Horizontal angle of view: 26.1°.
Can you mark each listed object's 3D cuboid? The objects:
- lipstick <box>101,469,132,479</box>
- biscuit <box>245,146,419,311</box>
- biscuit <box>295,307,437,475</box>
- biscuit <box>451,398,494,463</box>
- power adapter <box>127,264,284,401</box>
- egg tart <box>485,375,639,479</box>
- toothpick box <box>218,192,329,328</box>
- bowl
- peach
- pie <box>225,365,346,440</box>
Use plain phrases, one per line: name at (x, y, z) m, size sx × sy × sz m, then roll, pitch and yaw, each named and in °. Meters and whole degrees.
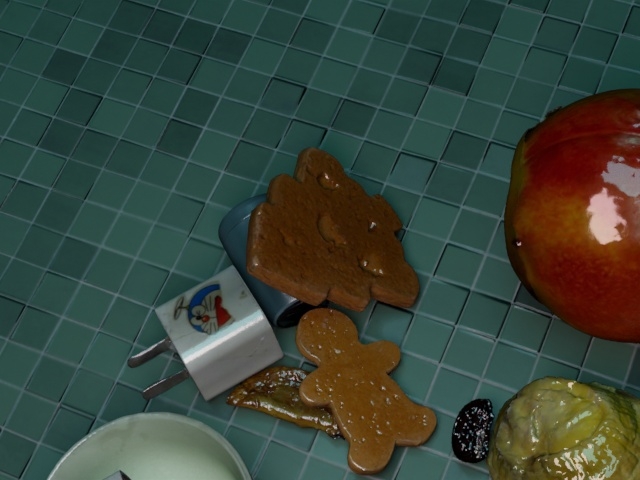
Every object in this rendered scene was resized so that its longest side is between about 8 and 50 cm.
lipstick at (-0.337, 0.387, 1.726) m, size 0.253 × 0.079 × 0.077 m, roll -30°, pitch 60°, yaw -2°
biscuit at (0.000, 0.000, 1.972) m, size 0.306 × 0.043 × 0.284 m, roll -20°, pitch 73°, yaw -45°
biscuit at (0.049, 0.202, 1.936) m, size 0.165 × 0.036 × 0.250 m, roll -25°, pitch 67°, yaw -25°
biscuit at (0.210, 0.260, 1.882) m, size 0.087 × 0.027 × 0.089 m, roll -56°, pitch 26°, yaw 22°
power adapter at (-0.174, 0.150, 1.961) m, size 0.205 × 0.125 × 0.130 m, roll -30°, pitch 53°, yaw -8°
egg tart at (0.323, 0.258, 1.818) m, size 0.232 × 0.098 × 0.252 m, roll -30°, pitch 38°, yaw 4°
toothpick box at (-0.063, 0.033, 2.014) m, size 0.120 × 0.120 × 0.184 m, roll -26°, pitch 65°, yaw -5°
bowl at (-0.219, 0.394, 1.825) m, size 0.307 × 0.163 × 0.307 m, roll -4°, pitch 63°, yaw 7°
peach at (0.436, -0.037, 1.852) m, size 0.370 × 0.370 × 0.370 m, roll -4°, pitch 62°, yaw 7°
pie at (-0.030, 0.225, 1.958) m, size 0.191 × 0.033 × 0.088 m, roll 16°, pitch 62°, yaw 12°
